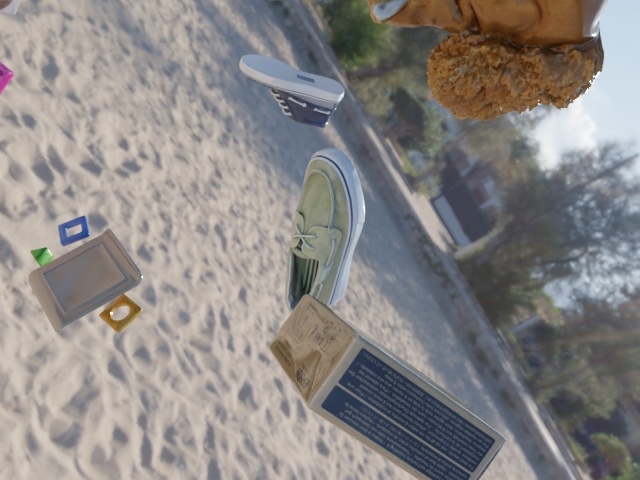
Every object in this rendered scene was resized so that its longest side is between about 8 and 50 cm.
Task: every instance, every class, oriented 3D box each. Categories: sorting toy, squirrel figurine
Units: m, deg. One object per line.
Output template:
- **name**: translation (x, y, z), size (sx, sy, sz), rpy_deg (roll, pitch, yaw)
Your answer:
- **sorting toy**: translation (-0.472, 0.084, 1.376), size (0.347, 0.196, 0.047), rpy_deg (44, -20, 37)
- **squirrel figurine**: translation (0.265, -0.378, 1.132), size (0.281, 0.370, 0.397), rpy_deg (-81, 163, -66)

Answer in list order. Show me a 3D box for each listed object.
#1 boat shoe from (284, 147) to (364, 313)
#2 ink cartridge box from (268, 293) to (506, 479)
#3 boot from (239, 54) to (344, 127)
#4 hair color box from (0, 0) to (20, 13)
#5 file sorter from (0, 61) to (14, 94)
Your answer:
- **boat shoe**: translation (0.000, 0.000, 1.095), size (0.109, 0.094, 0.302), rpy_deg (26, -50, 32)
- **ink cartridge box**: translation (0.058, 0.160, 0.741), size (0.193, 0.088, 0.234), rpy_deg (37, -4, -13)
- **boot**: translation (-0.059, -0.255, 1.189), size (0.190, 0.086, 0.069), rpy_deg (16, 41, -16)
- **hair color box**: translation (-0.541, -0.533, 1.095), size (0.174, 0.347, 0.105), rpy_deg (0, 64, -39)
- **file sorter**: translation (-0.709, -0.236, 1.117), size (0.202, 0.291, 0.182), rpy_deg (39, 8, 10)
